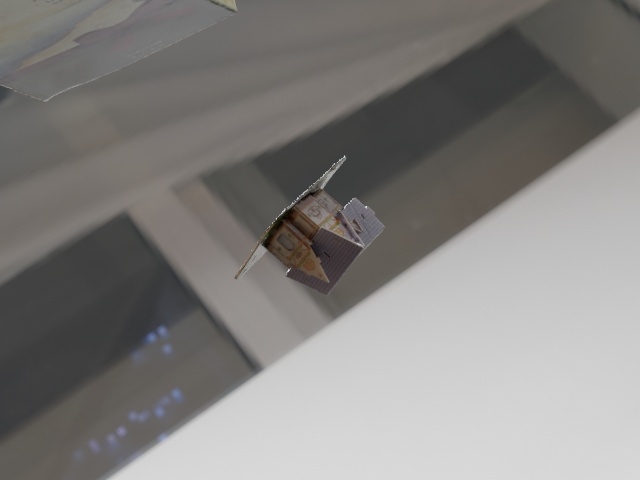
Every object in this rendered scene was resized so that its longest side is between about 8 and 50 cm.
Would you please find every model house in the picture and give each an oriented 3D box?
[{"bbox_3d":[0.000,0.000,2.077,0.088,0.167,0.117,40,-53,4],"label":"model house"}]

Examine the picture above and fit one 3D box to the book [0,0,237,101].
[{"bbox_3d":[-0.207,-0.177,1.493,0.289,0.201,0.026,14,57,-65],"label":"book"}]
